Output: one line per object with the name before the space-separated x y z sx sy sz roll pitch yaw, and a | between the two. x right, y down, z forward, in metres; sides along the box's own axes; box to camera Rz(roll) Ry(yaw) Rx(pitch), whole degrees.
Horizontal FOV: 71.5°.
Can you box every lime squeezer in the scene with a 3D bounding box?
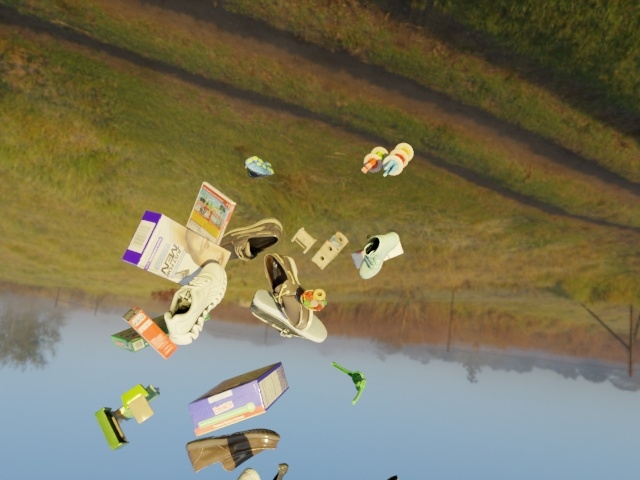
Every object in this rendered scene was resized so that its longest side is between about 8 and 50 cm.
lime squeezer | 0.136 0.564 1.782 0.109 0.059 0.310 25 -174 -17

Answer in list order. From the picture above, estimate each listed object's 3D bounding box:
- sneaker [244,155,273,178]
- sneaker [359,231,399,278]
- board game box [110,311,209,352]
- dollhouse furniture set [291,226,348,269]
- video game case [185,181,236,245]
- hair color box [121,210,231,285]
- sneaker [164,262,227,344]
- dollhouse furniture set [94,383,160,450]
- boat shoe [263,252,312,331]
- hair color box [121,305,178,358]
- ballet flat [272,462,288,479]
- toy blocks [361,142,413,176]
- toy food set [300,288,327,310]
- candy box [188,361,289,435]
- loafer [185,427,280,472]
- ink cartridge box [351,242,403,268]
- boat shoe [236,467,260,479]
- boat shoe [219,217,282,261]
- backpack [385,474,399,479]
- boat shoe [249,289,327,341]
sneaker | -0.221 -0.242 1.543 0.078 0.067 0.188 -27 178 11
sneaker | 0.204 0.065 1.854 0.151 0.256 0.094 -3 -134 -45
board game box | -0.626 0.340 1.744 0.317 0.046 0.213 -21 -170 -42
dollhouse furniture set | 0.000 0.000 1.917 0.183 0.129 0.129 43 -148 5
video game case | -0.477 -0.076 1.872 0.204 0.286 0.025 35 -163 30
hair color box | -0.487 0.054 1.549 0.110 0.185 0.338 13 165 35
sneaker | -0.373 0.166 1.341 0.109 0.292 0.119 3 134 17
dollhouse furniture set | -0.721 0.693 1.756 0.197 0.151 0.302 -33 166 -18
boat shoe | -0.119 0.171 1.534 0.096 0.325 0.116 23 122 -40
hair color box | -0.521 0.281 1.358 0.093 0.053 0.167 2 133 54
ballet flat | -0.187 1.028 1.946 0.049 0.173 0.058 21 -153 -9
toy blocks | 0.160 -0.197 1.137 0.123 0.054 0.148 -3 -154 30
toy food set | -0.021 0.187 1.403 0.083 0.083 0.020 5 135 -14
candy box | -0.287 0.570 1.635 0.267 0.122 0.317 -21 172 9
loafer | -0.329 0.809 1.706 0.365 0.130 0.134 -10 163 3
ink cartridge box | 0.291 0.065 2.289 0.217 0.092 0.158 -22 -179 -18
boat shoe | -0.212 0.844 1.402 0.079 0.228 0.081 -23 177 35
boat shoe | -0.334 0.015 1.982 0.355 0.130 0.132 -27 123 10
backpack | 0.297 1.230 2.052 0.276 0.213 0.263 -48 163 31
boat shoe | -0.125 0.302 1.647 0.306 0.105 0.113 27 -150 -1
